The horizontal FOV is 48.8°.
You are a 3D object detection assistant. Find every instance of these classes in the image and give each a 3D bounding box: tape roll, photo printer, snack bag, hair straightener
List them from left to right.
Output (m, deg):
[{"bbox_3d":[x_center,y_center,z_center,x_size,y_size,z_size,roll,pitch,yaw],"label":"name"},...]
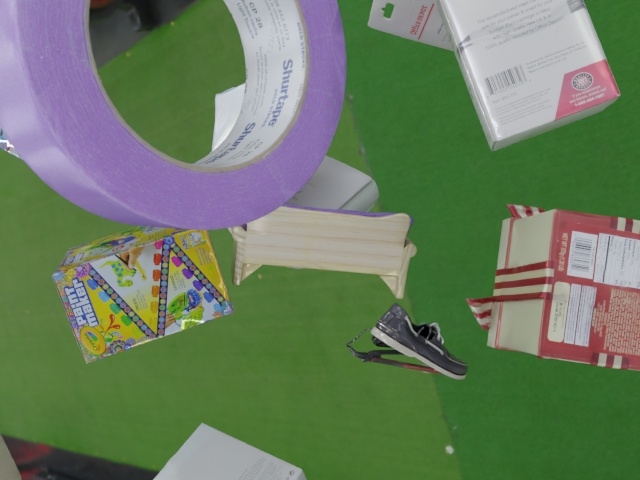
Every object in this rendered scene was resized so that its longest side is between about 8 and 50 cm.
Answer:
[{"bbox_3d":[-0.109,-0.146,0.547,0.090,0.275,0.274,5,111,50],"label":"tape roll"},{"bbox_3d":[-0.146,-0.227,1.553,0.323,0.037,0.342,-15,65,43],"label":"snack bag"},{"bbox_3d":[-0.054,-0.074,1.660,0.256,0.307,0.107,29,147,33],"label":"photo printer"},{"bbox_3d":[0.172,0.237,1.565,0.047,0.231,0.089,119,160,-83],"label":"hair straightener"}]

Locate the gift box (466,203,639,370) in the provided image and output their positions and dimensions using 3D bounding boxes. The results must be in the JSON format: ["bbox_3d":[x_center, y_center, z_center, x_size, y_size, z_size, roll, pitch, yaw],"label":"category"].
[{"bbox_3d":[0.398,0.069,1.131,0.258,0.277,0.255,128,155,-84],"label":"gift box"}]

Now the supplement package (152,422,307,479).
[{"bbox_3d":[-0.166,0.524,1.354,0.263,0.199,0.198,13,136,35],"label":"supplement package"}]

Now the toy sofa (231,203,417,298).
[{"bbox_3d":[0.000,0.000,1.424,0.150,0.363,0.177,-116,32,-73],"label":"toy sofa"}]

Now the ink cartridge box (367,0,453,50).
[{"bbox_3d":[0.287,-0.477,1.429,0.354,0.207,0.119,15,82,-1],"label":"ink cartridge box"}]

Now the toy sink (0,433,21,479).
[{"bbox_3d":[-0.647,0.436,1.181,0.131,0.234,0.152,6,124,18],"label":"toy sink"}]

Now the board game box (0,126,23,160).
[{"bbox_3d":[-0.531,-0.195,1.371,0.212,0.039,0.160,31,140,-12],"label":"board game box"}]

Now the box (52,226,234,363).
[{"bbox_3d":[-0.342,0.072,1.382,0.290,0.279,0.177,-145,38,-74],"label":"box"}]

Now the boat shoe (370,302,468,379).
[{"bbox_3d":[0.169,0.159,1.100,0.065,0.206,0.075,-61,33,-1],"label":"boat shoe"}]

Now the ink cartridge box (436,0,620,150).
[{"bbox_3d":[0.333,-0.319,1.163,0.207,0.117,0.283,-20,85,9],"label":"ink cartridge box"}]
